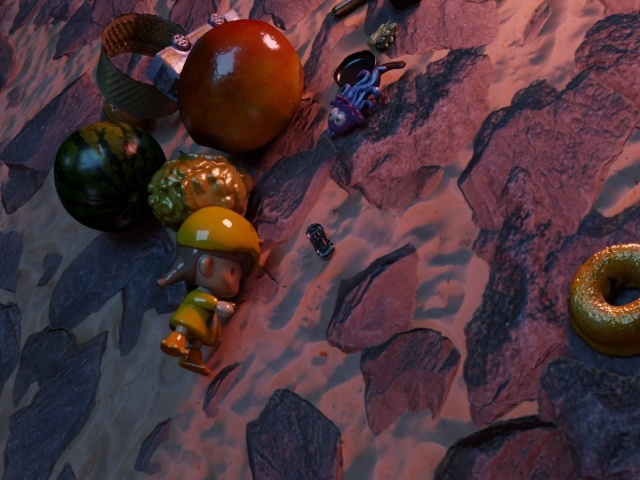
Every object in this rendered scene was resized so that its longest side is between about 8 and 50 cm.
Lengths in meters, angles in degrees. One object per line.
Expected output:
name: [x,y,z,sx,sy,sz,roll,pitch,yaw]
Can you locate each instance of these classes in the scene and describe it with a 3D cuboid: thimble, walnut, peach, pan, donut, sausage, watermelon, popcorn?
thimble: [-0.479,-0.479,2.043,0.150,0.270,0.271,126,152,-50]
walnut: [-0.555,-0.384,2.134,0.144,0.144,0.180,-17,63,22]
peach: [-0.197,-0.366,1.792,0.308,0.308,0.332,32,85,42]
pan: [0.125,-0.411,1.780,0.212,0.040,0.115,8,63,42]
donut: [0.485,0.087,1.187,0.190,0.074,0.174,-36,47,6]
sausage: [0.138,-0.661,1.949,0.269,0.033,0.033,-28,49,14]
watermelon: [-0.524,-0.161,1.861,0.285,0.285,0.285,-17,52,23]
popcorn: [-0.276,-0.124,1.722,0.233,0.192,0.266,-13,8,44]

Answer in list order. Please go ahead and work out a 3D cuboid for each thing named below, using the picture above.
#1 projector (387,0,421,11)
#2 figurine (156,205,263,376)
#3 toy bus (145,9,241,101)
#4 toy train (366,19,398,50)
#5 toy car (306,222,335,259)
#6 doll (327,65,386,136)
projector: [0.205,-0.638,1.856,0.083,0.083,0.082,-18,52,22]
figurine: [-0.238,0.093,1.549,0.187,0.215,0.344,11,62,8]
toy bus: [-0.311,-0.496,1.976,0.330,0.136,0.109,-46,2,-40]
toy train: [0.156,-0.506,1.832,0.053,0.033,0.083,25,75,45]
toy car: [0.000,0.000,1.590,0.041,0.025,0.093,-35,51,6]
doll: [0.081,-0.325,1.728,0.110,0.067,0.206,41,97,33]
